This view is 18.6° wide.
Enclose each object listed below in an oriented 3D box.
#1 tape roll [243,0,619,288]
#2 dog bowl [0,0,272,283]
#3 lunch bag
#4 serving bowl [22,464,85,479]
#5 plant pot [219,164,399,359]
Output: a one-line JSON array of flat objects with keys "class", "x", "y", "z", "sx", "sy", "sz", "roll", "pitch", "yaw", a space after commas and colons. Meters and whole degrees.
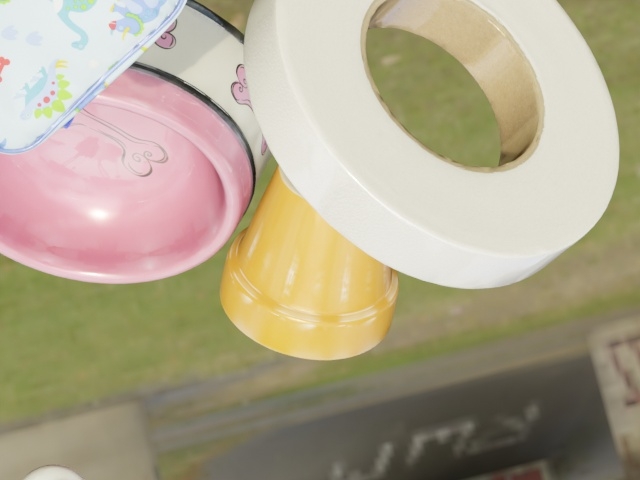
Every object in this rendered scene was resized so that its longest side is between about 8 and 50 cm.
[{"class": "tape roll", "x": 0.109, "y": -0.140, "z": 1.853, "sx": 0.392, "sy": 0.392, "sz": 0.072, "roll": -10, "pitch": 157, "yaw": -38}, {"class": "dog bowl", "x": -0.250, "y": -0.106, "z": 2.208, "sx": 0.408, "sy": 0.150, "sz": 0.408, "roll": 3, "pitch": 142, "yaw": 2}, {"class": "lunch bag", "x": -0.220, "y": -0.184, "z": 1.504, "sx": 0.219, "sy": 0.176, "sz": 0.090, "roll": -42, "pitch": -152, "yaw": 10}, {"class": "serving bowl", "x": -0.267, "y": 0.266, "z": 1.994, "sx": 0.083, "sy": 0.083, "sz": 0.027, "roll": -10, "pitch": 163, "yaw": -33}, {"class": "plant pot", "x": 0.000, "y": 0.000, "z": 2.231, "sx": 0.205, "sy": 0.205, "sz": 0.188, "roll": -11, "pitch": 132, "yaw": -29}]
